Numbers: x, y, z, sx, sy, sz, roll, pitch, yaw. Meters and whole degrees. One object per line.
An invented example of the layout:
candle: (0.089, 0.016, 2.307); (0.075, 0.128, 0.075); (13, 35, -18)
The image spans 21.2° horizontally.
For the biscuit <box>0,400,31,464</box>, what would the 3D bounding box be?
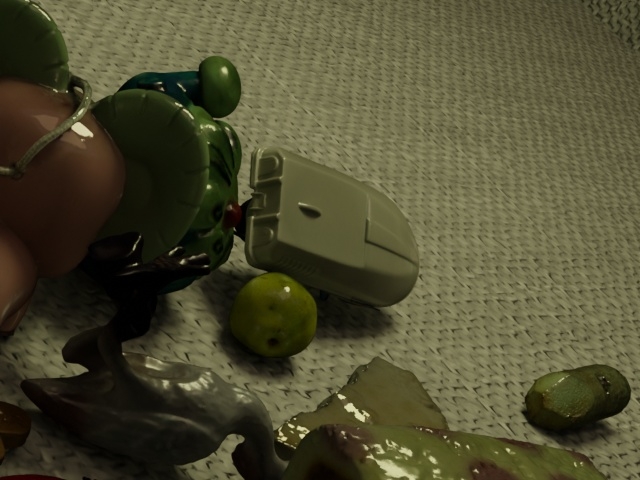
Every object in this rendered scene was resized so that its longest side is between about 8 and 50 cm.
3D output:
biscuit: (-0.331, 0.116, 1.360); (0.205, 0.031, 0.138); (33, 15, 0)

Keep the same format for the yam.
yam: (0.296, 0.178, 1.948); (0.070, 0.069, 0.146); (46, 26, 26)

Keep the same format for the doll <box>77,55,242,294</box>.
doll: (-0.167, -0.062, 1.693); (0.186, 0.198, 0.322); (0, 23, 0)

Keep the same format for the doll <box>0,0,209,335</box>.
doll: (-0.256, -0.051, 1.467); (0.284, 0.268, 0.216); (33, 16, -2)

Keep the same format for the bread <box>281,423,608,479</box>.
bread: (0.134, 0.257, 1.504); (0.338, 0.155, 0.187); (11, 34, -40)

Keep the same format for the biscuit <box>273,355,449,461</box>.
biscuit: (0.059, 0.191, 1.678); (0.141, 0.038, 0.290); (39, 25, 14)

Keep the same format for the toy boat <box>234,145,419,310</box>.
toy boat: (0.002, -0.002, 1.836); (0.141, 0.141, 0.269); (49, 10, 32)

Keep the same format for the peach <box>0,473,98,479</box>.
peach: (-0.195, 0.250, 1.098); (0.189, 0.196, 0.226); (62, 21, -17)

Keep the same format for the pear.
pear: (-0.047, 0.071, 1.720); (0.092, 0.092, 0.097); (19, 29, -28)

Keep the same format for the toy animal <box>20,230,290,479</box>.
toy animal: (-0.116, 0.143, 1.462); (0.324, 0.195, 0.090); (53, 10, -28)
